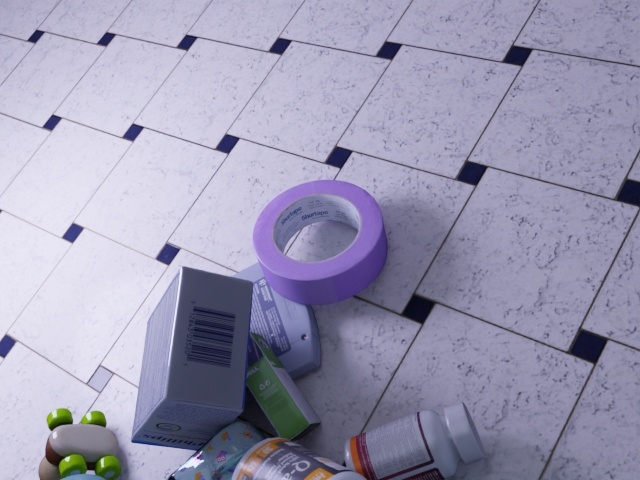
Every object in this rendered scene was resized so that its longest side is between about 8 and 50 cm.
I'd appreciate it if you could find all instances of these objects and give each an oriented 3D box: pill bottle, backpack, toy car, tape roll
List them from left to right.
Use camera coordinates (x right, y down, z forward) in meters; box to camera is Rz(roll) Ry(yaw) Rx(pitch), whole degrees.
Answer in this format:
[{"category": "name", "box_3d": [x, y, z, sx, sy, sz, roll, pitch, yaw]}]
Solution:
[{"category": "toy car", "box_3d": [-0.520, 0.470, 1.692, 0.188, 0.149, 0.155, -56, 43, 21]}, {"category": "backpack", "box_3d": [-0.161, 0.431, 1.489, 0.188, 0.166, 0.144, -49, 51, -7]}, {"category": "pill bottle", "box_3d": [-0.008, 0.434, 1.324, 0.278, 0.162, 0.162, 10, 62, 48]}, {"category": "tape roll", "box_3d": [0.000, 0.000, 1.715, 0.275, 0.090, 0.274, -6, 49, 7]}, {"category": "pill bottle", "box_3d": [0.161, 0.364, 1.407, 0.221, 0.121, 0.121, -23, 51, 10]}]

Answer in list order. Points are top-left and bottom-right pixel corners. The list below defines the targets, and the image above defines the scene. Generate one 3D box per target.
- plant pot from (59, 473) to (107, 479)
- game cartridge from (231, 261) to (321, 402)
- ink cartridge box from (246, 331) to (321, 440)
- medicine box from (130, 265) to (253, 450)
[{"category": "plant pot", "box_3d": [-0.414, 0.565, 1.476, 0.271, 0.271, 0.255, -47, 37, -9]}, {"category": "game cartridge", "box_3d": [-0.110, 0.175, 1.712, 0.196, 0.060, 0.294, -30, 51, 9]}, {"category": "ink cartridge box", "box_3d": [-0.089, 0.278, 1.547, 0.062, 0.109, 0.209, -37, 74, 3]}, {"category": "medicine box", "box_3d": [-0.250, 0.236, 1.575, 0.149, 0.289, 0.263, 13, 58, -19]}]
